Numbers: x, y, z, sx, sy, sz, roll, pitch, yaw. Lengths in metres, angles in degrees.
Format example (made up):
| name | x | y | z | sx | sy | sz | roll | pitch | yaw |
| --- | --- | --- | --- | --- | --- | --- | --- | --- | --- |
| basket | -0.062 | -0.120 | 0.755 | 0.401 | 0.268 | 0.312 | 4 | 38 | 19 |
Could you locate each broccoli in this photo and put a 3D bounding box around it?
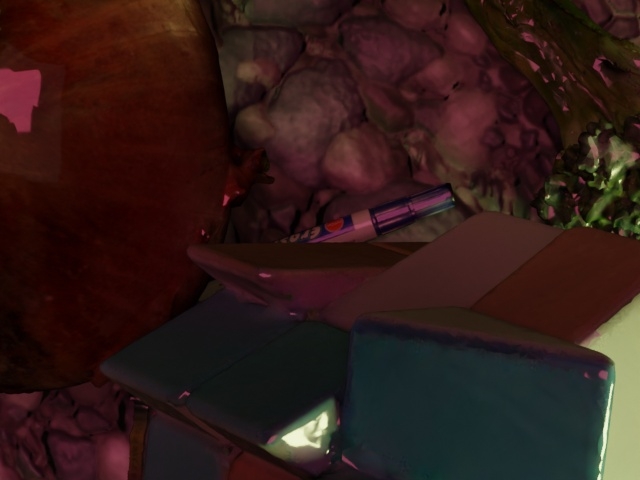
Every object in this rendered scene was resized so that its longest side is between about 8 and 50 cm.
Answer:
| name | x | y | z | sx | sy | sz | roll | pitch | yaw |
| --- | --- | --- | --- | --- | --- | --- | --- | --- | --- |
| broccoli | 0.217 | -0.112 | 1.263 | 0.198 | 0.177 | 0.275 | -21 | 74 | 12 |

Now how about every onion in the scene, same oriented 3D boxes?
| name | x | y | z | sx | sy | sz | roll | pitch | yaw |
| --- | --- | --- | --- | --- | --- | --- | --- | --- | --- |
| onion | -0.209 | -0.065 | 1.235 | 0.353 | 0.353 | 0.354 | 0 | 89 | 7 |

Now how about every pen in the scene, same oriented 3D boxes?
| name | x | y | z | sx | sy | sz | roll | pitch | yaw |
| --- | --- | --- | --- | --- | --- | --- | --- | --- | --- |
| pen | 0.000 | 0.000 | 1.340 | 0.204 | 0.025 | 0.025 | -20 | 87 | 6 |

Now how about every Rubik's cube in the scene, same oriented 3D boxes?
| name | x | y | z | sx | sy | sz | roll | pitch | yaw |
| --- | --- | --- | --- | --- | --- | --- | --- | --- | --- |
| Rubik's cube | 0.070 | 0.167 | 1.153 | 0.368 | 0.358 | 0.387 | 40 | 74 | -37 |

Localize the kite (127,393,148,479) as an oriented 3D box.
| name | x | y | z | sx | sy | sz | roll | pitch | yaw |
| --- | --- | --- | --- | --- | --- | --- | --- | --- | --- |
| kite | -0.083 | 0.231 | 1.354 | 0.169 | 0.015 | 0.310 | 7 | 92 | 7 |
